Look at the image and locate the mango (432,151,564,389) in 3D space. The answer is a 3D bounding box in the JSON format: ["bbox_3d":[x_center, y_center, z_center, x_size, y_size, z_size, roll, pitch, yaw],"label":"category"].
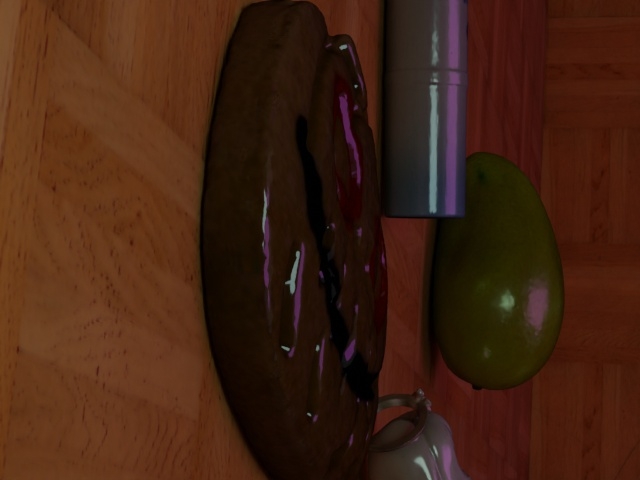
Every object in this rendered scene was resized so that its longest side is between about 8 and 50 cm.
[{"bbox_3d":[0.203,0.042,1.702,0.185,0.149,0.273,69,21,-53],"label":"mango"}]

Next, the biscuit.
[{"bbox_3d":[0.001,0.000,1.007,0.367,0.063,0.314,70,26,-56],"label":"biscuit"}]

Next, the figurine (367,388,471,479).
[{"bbox_3d":[0.079,0.204,1.279,0.132,0.132,0.154,-71,146,-53],"label":"figurine"}]

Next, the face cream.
[{"bbox_3d":[0.097,-0.145,1.365,0.077,0.077,0.250,0,91,-77],"label":"face cream"}]
